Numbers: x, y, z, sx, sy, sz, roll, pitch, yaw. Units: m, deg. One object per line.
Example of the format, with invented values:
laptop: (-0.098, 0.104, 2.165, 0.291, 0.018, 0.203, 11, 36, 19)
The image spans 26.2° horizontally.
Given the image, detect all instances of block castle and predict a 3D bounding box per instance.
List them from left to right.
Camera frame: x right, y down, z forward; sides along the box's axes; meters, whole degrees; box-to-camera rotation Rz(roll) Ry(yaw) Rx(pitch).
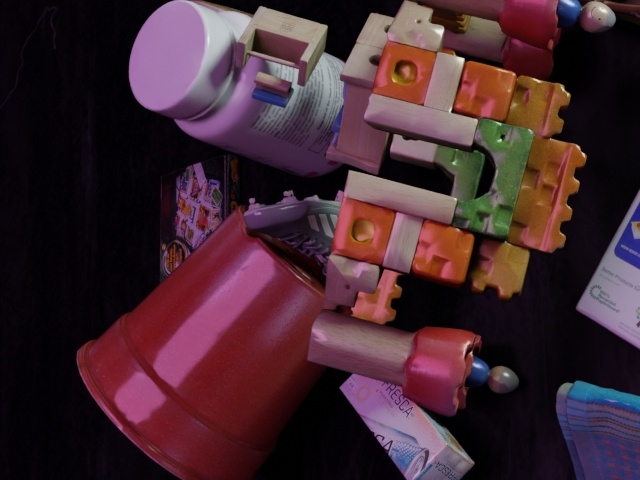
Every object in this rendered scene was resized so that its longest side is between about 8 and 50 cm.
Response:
block castle: (0.155, -0.053, 1.421, 0.212, 0.303, 0.453, 15, 88, 9)

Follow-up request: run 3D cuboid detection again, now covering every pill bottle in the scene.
pill bottle: (-0.085, -0.185, 1.682, 0.160, 0.283, 0.160, -13, 70, 38)

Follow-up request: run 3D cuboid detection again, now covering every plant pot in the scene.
plant pot: (-0.103, 0.119, 1.647, 0.265, 0.272, 0.272, -49, 51, 10)

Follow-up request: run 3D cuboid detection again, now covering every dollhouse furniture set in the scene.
dollhouse furniture set: (0.007, -0.189, 1.586, 0.183, 0.129, 0.129, 18, 45, 8)

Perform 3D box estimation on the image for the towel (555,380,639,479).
towel: (0.383, 0.270, 1.199, 0.370, 0.271, 0.040, 15, 45, 42)

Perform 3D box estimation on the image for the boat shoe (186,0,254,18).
boat shoe: (-0.124, -0.276, 1.880, 0.223, 0.080, 0.073, 19, 86, 38)

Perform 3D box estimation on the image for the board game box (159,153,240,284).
board game box: (-0.165, 0.021, 1.868, 0.136, 0.030, 0.260, -13, 70, 36)

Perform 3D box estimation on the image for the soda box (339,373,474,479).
soda box: (0.094, 0.206, 1.540, 0.063, 0.058, 0.183, -47, 39, 5)

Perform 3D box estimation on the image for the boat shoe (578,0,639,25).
boat shoe: (0.314, -0.296, 1.475, 0.324, 0.120, 0.123, 24, 94, 42)

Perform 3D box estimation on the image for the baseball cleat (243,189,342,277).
baseball cleat: (0.000, 0.000, 1.559, 0.072, 0.205, 0.110, -11, 84, 45)

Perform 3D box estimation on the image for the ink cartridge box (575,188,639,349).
ink cartridge box: (0.403, -0.034, 1.365, 0.165, 0.065, 0.333, 36, 104, 41)

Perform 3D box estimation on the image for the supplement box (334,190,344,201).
supplement box: (0.054, -0.015, 1.680, 0.098, 0.036, 0.062, 27, 97, 42)
